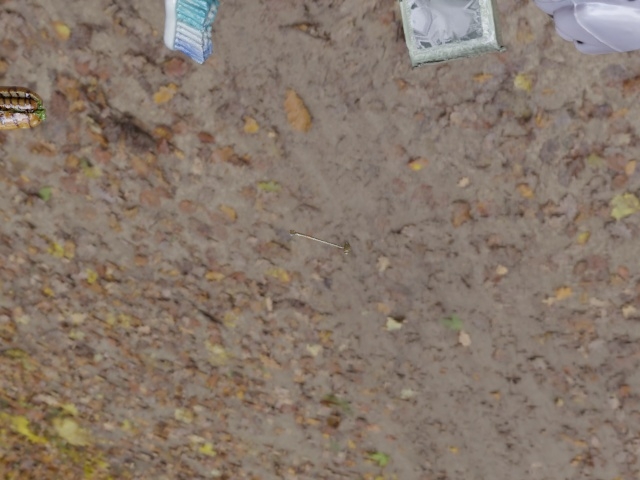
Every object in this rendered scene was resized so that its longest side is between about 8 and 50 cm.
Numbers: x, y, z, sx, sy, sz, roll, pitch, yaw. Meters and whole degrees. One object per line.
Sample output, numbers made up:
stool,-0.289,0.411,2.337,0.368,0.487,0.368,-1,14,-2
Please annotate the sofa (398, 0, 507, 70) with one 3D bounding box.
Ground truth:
sofa,0.274,-0.487,1.399,0.210,0.176,0.225,-7,109,26

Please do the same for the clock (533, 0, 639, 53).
clock,0.240,-0.307,0.682,0.254,0.189,0.189,7,140,-28

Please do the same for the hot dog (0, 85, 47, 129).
hot dog,-0.350,-0.139,0.707,0.122,0.049,0.037,-4,169,-8

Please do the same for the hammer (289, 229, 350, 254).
hammer,0.000,0.000,1.295,0.123,0.029,0.014,17,142,-10

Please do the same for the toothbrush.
toothbrush,-0.062,-0.285,0.414,0.040,0.042,0.418,27,139,5
